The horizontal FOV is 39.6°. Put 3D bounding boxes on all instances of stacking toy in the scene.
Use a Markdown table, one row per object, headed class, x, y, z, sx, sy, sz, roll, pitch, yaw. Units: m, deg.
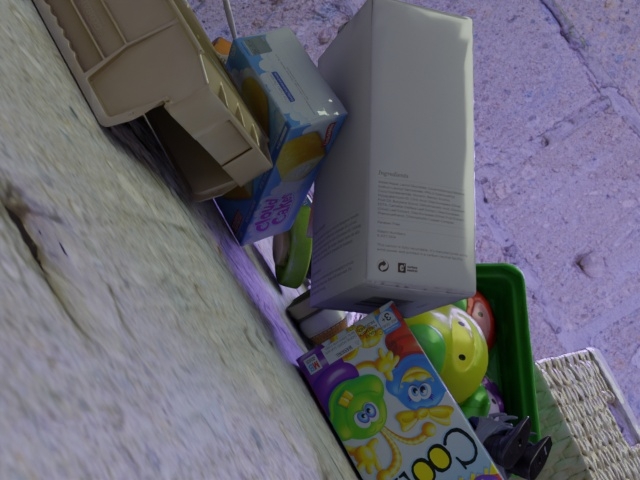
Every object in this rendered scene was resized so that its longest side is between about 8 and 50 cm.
| class | x | y | z | sx | sy | sz | roll | pitch | yaw |
| --- | --- | --- | --- | --- | --- | --- | --- | --- | --- |
| stacking toy | -0.073 | -0.091 | 1.354 | 0.309 | 0.130 | 0.279 | 119 | -25 | -56 |

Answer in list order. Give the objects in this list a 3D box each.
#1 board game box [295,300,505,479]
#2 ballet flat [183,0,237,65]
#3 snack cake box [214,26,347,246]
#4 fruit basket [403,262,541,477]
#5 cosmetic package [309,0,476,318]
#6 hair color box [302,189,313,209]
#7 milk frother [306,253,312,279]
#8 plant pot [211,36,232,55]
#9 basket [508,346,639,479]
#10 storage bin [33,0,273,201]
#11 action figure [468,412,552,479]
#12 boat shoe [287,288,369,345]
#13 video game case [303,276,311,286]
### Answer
| class | x | y | z | sx | sy | sz | roll | pitch | yaw |
| --- | --- | --- | --- | --- | --- | --- | --- | --- | --- |
| board game box | 0.107 | 0.236 | 1.090 | 0.275 | 0.142 | 0.144 | 59 | 2 | 19 |
| ballet flat | -0.268 | -0.441 | 1.583 | 0.483 | 0.182 | 0.164 | 58 | 4 | 3 |
| snack cake box | -0.075 | -0.132 | 1.180 | 0.152 | 0.089 | 0.264 | 57 | -32 | 21 |
| fruit basket | 0.217 | 0.199 | 1.454 | 0.392 | 0.283 | 0.392 | 180 | -90 | -86 |
| cosmetic package | 0.089 | -0.098 | 1.145 | 0.197 | 0.155 | 0.365 | 149 | -54 | -67 |
| hair color box | -0.098 | -0.131 | 1.980 | 0.174 | 0.105 | 0.347 | 57 | 3 | -7 |
| milk frother | 0.000 | 0.000 | 1.927 | 0.129 | 0.135 | 0.143 | 57 | 3 | 1 |
| plant pot | -0.171 | -0.292 | 1.757 | 0.188 | 0.205 | 0.205 | 40 | 8 | -19 |
| basket | 0.420 | 0.416 | 1.694 | 0.266 | 0.331 | 0.328 | 2 | 59 | -51 |
| storage bin | -0.183 | -0.195 | 0.985 | 0.260 | 0.123 | 0.262 | 59 | 3 | 18 |
| action figure | 0.169 | 0.272 | 1.258 | 0.285 | 0.099 | 0.185 | 4 | -42 | 39 |
| boat shoe | 0.022 | 0.115 | 1.409 | 0.103 | 0.113 | 0.302 | 59 | 13 | 0 |
| video game case | -0.062 | 0.029 | 1.790 | 0.122 | 0.011 | 0.087 | 59 | 2 | 33 |
